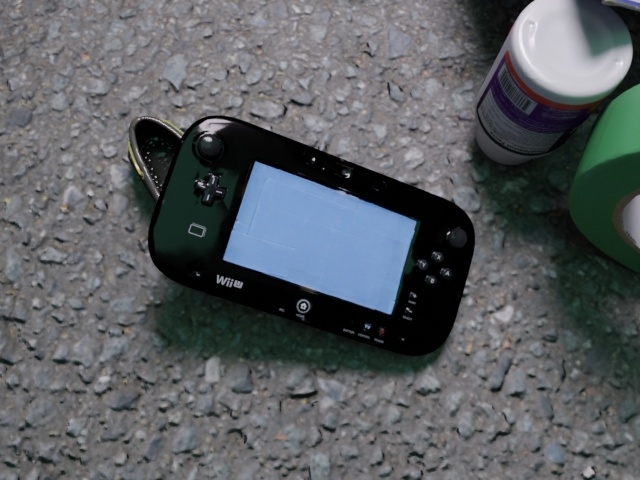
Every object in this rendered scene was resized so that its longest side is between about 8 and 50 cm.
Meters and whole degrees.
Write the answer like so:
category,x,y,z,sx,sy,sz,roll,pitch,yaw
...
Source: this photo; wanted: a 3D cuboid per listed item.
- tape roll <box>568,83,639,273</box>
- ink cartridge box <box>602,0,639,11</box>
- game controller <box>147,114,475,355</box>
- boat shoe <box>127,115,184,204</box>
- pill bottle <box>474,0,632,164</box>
category,x,y,z,sx,sy,sz,roll,pitch,yaw
tape roll,0.386,-0.026,0.556,0.321,0.321,0.077,23,77,5
ink cartridge box,0.319,-0.323,0.672,0.324,0.071,0.330,2,66,-29
game controller,0.000,0.000,0.639,0.319,0.067,0.166,19,73,-13
boat shoe,-0.128,-0.034,0.681,0.081,0.069,0.228,-38,79,-11
pill bottle,0.218,-0.147,0.653,0.108,0.193,0.108,0,75,-1
